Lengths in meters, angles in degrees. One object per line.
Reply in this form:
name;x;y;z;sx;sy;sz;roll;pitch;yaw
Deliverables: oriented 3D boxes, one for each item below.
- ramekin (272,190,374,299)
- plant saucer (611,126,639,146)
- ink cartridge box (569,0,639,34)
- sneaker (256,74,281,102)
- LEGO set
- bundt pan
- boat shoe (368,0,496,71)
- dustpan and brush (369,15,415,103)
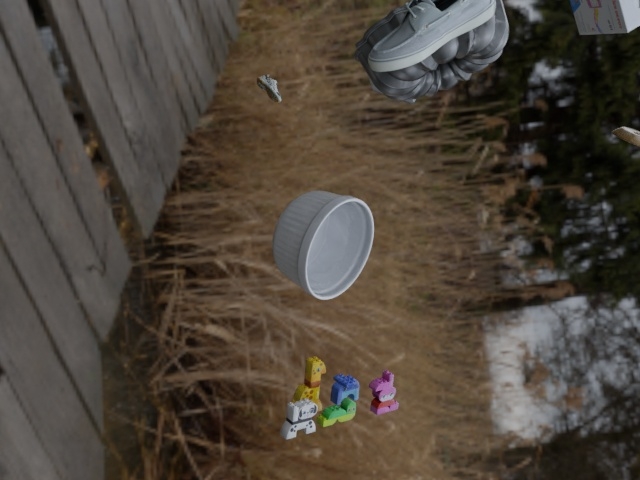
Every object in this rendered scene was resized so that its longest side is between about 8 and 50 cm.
ramekin;0.000;0.000;1.707;0.207;0.109;0.207;-31;133;-40
plant saucer;0.536;-0.175;1.486;0.083;0.083;0.015;-77;-174;-68
ink cartridge box;0.495;-0.408;1.518;0.122;0.052;0.089;20;-42;62
sneaker;-0.108;-0.346;1.979;0.083;0.037;0.032;50;-29;22
LEGO set;0.018;0.240;1.433;0.087;0.227;0.093;25;-64;49
bundt pan;0.241;-0.391;1.793;0.331;0.330;0.124;45;22;-79
boat shoe;0.164;-0.340;1.345;0.079;0.227;0.081;47;-15;53
dustpan and brush;0.170;-0.447;2.145;0.060;0.147;0.211;-46;139;-21
